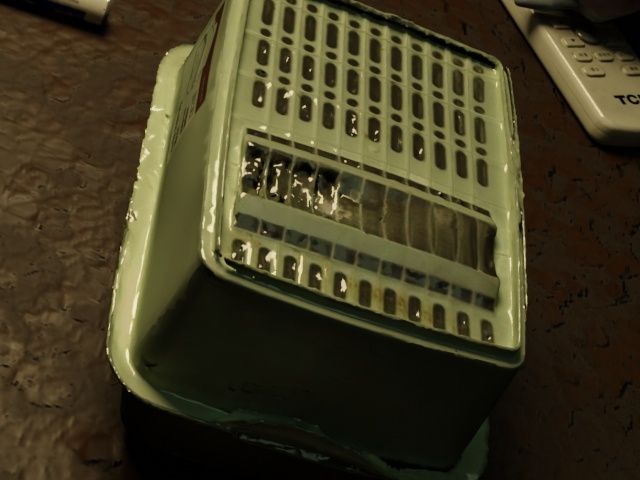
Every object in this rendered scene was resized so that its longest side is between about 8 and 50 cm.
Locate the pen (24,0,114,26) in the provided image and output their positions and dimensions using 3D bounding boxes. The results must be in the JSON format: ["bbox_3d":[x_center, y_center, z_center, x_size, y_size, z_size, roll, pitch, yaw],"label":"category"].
[{"bbox_3d":[-0.238,-0.183,1.017,0.204,0.025,0.025,16,45,-15],"label":"pen"}]

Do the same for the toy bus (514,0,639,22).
[{"bbox_3d":[0.289,-0.277,1.222,0.294,0.197,0.232,11,89,-10],"label":"toy bus"}]

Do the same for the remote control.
[{"bbox_3d":[0.214,-0.151,1.233,0.087,0.029,0.190,-4,53,-32],"label":"remote control"}]

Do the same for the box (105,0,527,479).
[{"bbox_3d":[0.000,0.000,0.870,0.220,0.166,0.291,18,44,-13],"label":"box"}]
